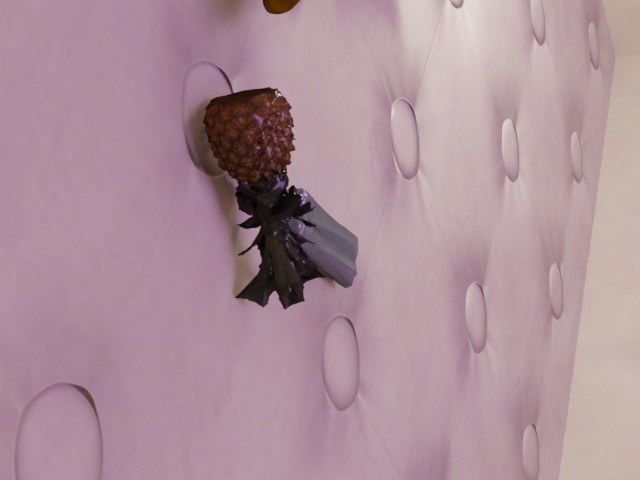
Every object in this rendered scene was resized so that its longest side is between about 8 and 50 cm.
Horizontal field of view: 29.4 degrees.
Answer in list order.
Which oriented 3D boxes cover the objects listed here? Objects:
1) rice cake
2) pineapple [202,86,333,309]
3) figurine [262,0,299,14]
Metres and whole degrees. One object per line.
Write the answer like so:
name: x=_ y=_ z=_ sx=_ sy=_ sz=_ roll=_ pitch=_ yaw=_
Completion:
rice cake: x=0.000 y=-0.001 z=1.759 sx=0.222 sy=0.042 sz=0.080 roll=41 pitch=55 yaw=-59
pineapple: x=-0.073 y=-0.049 z=1.528 sx=0.119 sy=0.130 sz=0.277 roll=-115 pitch=-170 yaw=-73
figurine: x=0.010 y=-0.478 z=1.615 sx=0.401 sy=0.268 sz=0.387 roll=-59 pitch=171 yaw=2
